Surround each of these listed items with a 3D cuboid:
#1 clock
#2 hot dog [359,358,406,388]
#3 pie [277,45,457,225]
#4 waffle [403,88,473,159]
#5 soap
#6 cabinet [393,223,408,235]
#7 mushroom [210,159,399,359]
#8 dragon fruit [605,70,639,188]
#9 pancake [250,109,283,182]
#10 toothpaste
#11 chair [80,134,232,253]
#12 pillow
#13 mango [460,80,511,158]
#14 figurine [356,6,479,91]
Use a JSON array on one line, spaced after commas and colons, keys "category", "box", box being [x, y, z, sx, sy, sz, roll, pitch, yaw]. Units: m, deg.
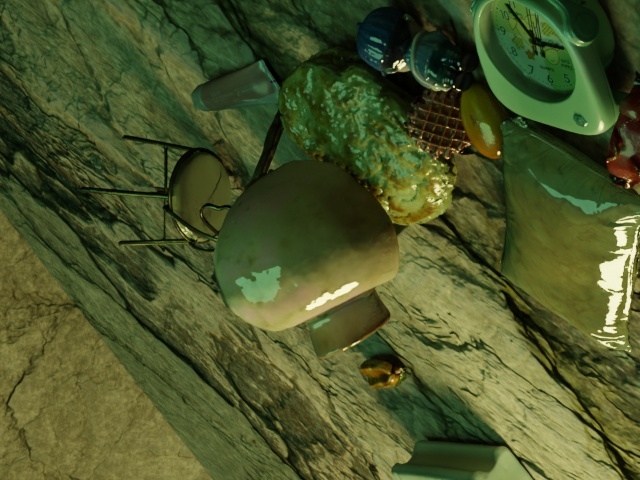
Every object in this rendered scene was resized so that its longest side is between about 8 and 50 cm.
[{"category": "clock", "box": [0.212, -0.192, 1.346, 0.148, 0.060, 0.188, 27, 150, 43]}, {"category": "hot dog", "box": [0.101, 0.208, 2.268, 0.056, 0.041, 0.133, 58, 163, -4]}, {"category": "pie", "box": [0.065, -0.126, 1.699, 0.248, 0.090, 0.201, 46, 148, 3]}, {"category": "waffle", "box": [0.134, -0.129, 1.586, 0.083, 0.075, 0.029, 51, -168, -19]}, {"category": "soap", "box": [0.240, 0.398, 2.255, 0.160, 0.087, 0.265, 53, 157, -11]}, {"category": "cabinet", "box": [0.000, 0.000, 1.952, 0.150, 0.145, 0.206, 46, 159, 4]}, {"category": "mushroom", "box": [-0.015, 0.030, 1.711, 0.173, 0.162, 0.236, -20, 101, 56]}, {"category": "dragon fruit", "box": [0.302, -0.095, 1.287, 0.068, 0.112, 0.126, 22, 150, 21]}, {"category": "pancake", "box": [-0.076, -0.093, 1.897, 0.020, 0.190, 0.184, 20, 141, -1]}, {"category": "toothpaste", "box": [-0.114, -0.207, 1.965, 0.194, 0.043, 0.067, -3, 124, 55]}, {"category": "chair", "box": [-0.189, -0.059, 2.182, 0.325, 0.170, 0.160, 5, 139, 36]}, {"category": "pillow", "box": [0.268, -0.001, 1.544, 0.185, 0.075, 0.302, 34, 156, 26]}, {"category": "mango", "box": [0.178, -0.130, 1.539, 0.060, 0.046, 0.089, 0, 116, 59]}, {"category": "figurine", "box": [0.096, -0.200, 1.533, 0.136, 0.079, 0.077, 33, 113, 43]}]
